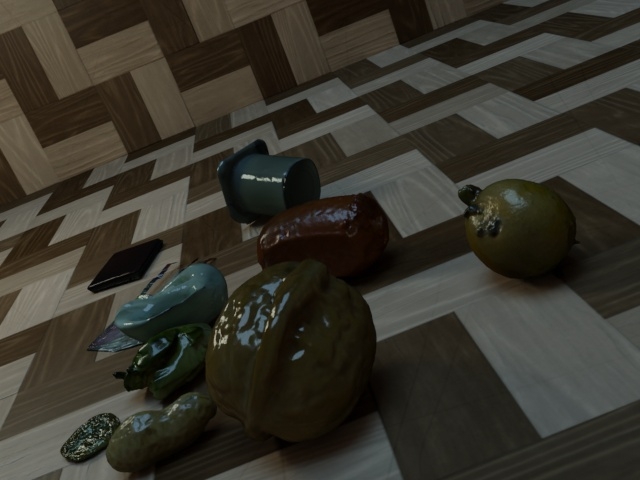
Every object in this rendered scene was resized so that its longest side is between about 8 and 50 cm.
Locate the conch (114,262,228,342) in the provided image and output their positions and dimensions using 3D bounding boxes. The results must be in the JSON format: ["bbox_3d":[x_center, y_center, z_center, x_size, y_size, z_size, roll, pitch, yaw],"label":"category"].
[{"bbox_3d":[-0.273,0.128,1.372,0.221,0.121,0.185,-32,-4,-24],"label":"conch"}]

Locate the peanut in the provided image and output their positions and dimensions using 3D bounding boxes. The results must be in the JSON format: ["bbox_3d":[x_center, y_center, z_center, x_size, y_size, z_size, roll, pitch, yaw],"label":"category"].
[{"bbox_3d":[-0.235,0.278,1.070,0.174,0.080,0.080,-27,22,-9],"label":"peanut"}]

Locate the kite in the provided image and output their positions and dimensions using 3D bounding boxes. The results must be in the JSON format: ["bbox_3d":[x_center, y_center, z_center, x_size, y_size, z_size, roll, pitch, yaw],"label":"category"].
[{"bbox_3d":[-0.361,0.130,1.608,0.204,0.022,0.360,-12,25,23],"label":"kite"}]

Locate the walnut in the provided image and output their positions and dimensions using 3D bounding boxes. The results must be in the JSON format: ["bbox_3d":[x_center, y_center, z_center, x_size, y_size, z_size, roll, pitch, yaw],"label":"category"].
[{"bbox_3d":[-0.040,0.154,0.997,0.224,0.257,0.257,19,34,11],"label":"walnut"}]

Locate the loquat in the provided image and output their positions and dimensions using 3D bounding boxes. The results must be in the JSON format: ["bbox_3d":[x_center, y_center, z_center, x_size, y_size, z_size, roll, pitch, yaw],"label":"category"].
[{"bbox_3d":[0.302,-0.022,1.137,0.149,0.204,0.172,-57,-3,-6],"label":"loquat"}]

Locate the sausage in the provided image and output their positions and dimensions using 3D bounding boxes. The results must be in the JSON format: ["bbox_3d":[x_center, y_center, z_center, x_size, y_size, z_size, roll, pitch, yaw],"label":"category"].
[{"bbox_3d":[0.000,-0.001,1.393,0.268,0.153,0.141,-12,24,25],"label":"sausage"}]

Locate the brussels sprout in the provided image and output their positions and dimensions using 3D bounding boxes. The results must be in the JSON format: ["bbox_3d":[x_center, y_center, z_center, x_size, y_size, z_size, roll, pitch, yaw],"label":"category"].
[{"bbox_3d":[-0.261,0.201,1.263,0.181,0.100,0.139,-44,10,-23],"label":"brussels sprout"}]

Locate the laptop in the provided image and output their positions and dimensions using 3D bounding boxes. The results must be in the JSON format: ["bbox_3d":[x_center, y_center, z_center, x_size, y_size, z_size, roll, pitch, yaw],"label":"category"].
[{"bbox_3d":[-0.504,0.064,1.890,0.153,0.026,0.207,-19,21,13],"label":"laptop"}]

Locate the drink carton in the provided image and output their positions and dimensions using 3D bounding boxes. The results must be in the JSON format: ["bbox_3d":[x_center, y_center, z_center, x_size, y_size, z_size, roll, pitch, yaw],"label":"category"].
[{"bbox_3d":[-0.110,-0.134,1.792,0.189,0.191,0.185,7,32,33],"label":"drink carton"}]

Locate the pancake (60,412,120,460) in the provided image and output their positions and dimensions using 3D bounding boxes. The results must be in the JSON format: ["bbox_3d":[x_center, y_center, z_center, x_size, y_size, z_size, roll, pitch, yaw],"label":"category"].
[{"bbox_3d":[-0.375,0.320,1.187,0.108,0.017,0.108,-22,21,9],"label":"pancake"}]
